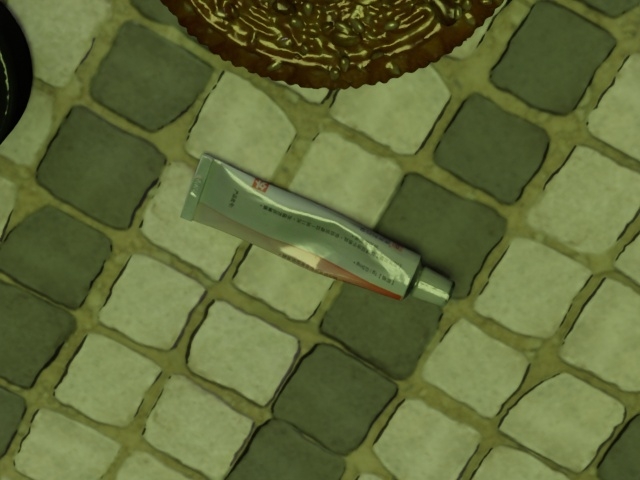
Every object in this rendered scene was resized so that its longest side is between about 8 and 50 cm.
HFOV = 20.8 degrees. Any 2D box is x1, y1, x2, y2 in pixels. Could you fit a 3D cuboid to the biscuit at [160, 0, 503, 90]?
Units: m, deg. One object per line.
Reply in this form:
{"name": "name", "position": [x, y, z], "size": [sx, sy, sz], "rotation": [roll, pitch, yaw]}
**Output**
{"name": "biscuit", "position": [0.006, -0.247, 1.212], "size": [0.305, 0.038, 0.305], "rotation": [3, 114, 6]}

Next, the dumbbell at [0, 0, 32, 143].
{"name": "dumbbell", "position": [-0.302, -0.093, 1.222], "size": [0.153, 0.218, 0.152], "rotation": [3, 113, 6]}

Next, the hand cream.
{"name": "hand cream", "position": [-0.001, 0.001, 1.332], "size": [0.216, 0.038, 0.052], "rotation": [24, 91, 2]}
